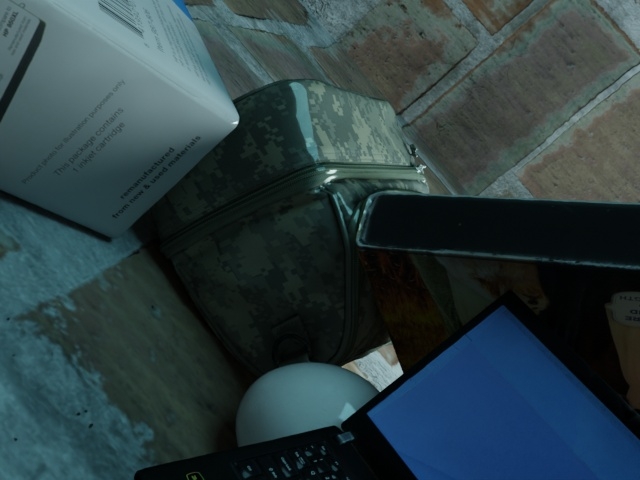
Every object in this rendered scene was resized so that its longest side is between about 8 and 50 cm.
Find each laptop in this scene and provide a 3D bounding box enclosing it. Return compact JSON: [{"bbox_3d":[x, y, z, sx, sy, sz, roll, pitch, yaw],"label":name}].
[{"bbox_3d":[0.081,0.156,0.432,0.264,0.137,0.234,3,37,-48],"label":"laptop"}]

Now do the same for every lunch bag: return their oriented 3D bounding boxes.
[{"bbox_3d":[0.000,0.000,0.794,0.305,0.212,0.256,-6,75,-66],"label":"lunch bag"}]

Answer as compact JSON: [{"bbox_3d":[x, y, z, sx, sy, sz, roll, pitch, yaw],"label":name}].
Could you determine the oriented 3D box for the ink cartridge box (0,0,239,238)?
[{"bbox_3d":[-0.284,-0.210,0.595,0.395,0.166,0.285,30,26,-47],"label":"ink cartridge box"}]

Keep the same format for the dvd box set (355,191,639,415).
[{"bbox_3d":[0.223,0.122,0.692,0.420,0.307,0.062,68,35,-48],"label":"dvd box set"}]

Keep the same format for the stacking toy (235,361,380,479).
[{"bbox_3d":[0.151,0.236,0.594,0.480,0.351,0.350,33,19,0],"label":"stacking toy"}]
